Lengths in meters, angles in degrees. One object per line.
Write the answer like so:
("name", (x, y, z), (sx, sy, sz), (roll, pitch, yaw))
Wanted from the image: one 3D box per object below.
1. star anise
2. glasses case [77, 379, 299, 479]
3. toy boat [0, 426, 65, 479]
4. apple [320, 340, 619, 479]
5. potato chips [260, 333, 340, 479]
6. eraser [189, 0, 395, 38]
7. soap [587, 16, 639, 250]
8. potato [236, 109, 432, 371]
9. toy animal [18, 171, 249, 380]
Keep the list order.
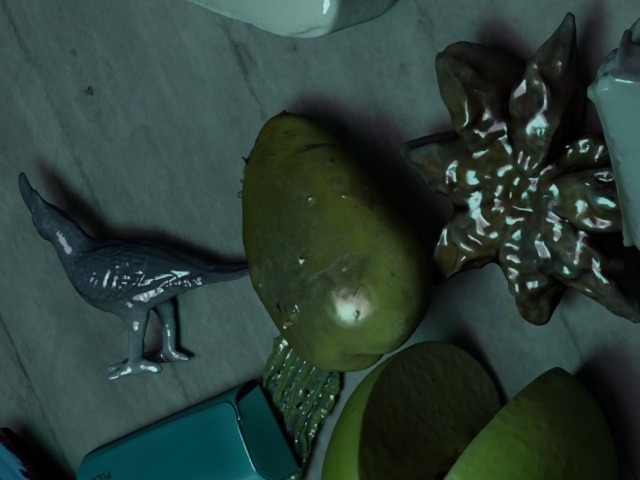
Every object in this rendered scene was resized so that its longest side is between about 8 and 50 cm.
("star anise", (0.211, -0.057, 1.713), (0.315, 0.108, 0.315), (16, 114, 39))
("glasses case", (-0.162, 0.257, 2.078), (0.301, 0.070, 0.117), (-28, 87, 44))
("toy boat", (-0.278, 0.382, 2.190), (0.392, 0.136, 0.079), (45, 96, 13))
("apple", (0.140, 0.238, 1.766), (0.292, 0.254, 0.292), (16, 121, 28))
("potato chips", (-0.028, 0.175, 2.002), (0.092, 0.028, 0.207), (30, 118, 22))
("eraser", (-0.069, -0.383, 1.780), (0.331, 0.150, 0.331), (10, 108, 31))
("soap", (0.470, -0.111, 1.356), (0.435, 0.350, 0.213), (14, 137, 28))
("potato", (0.000, 0.000, 1.833), (0.191, 0.141, 0.296), (-58, 46, 41))
("toy animal", (-0.196, 0.061, 2.048), (0.367, 0.081, 0.205), (15, 115, 26))
